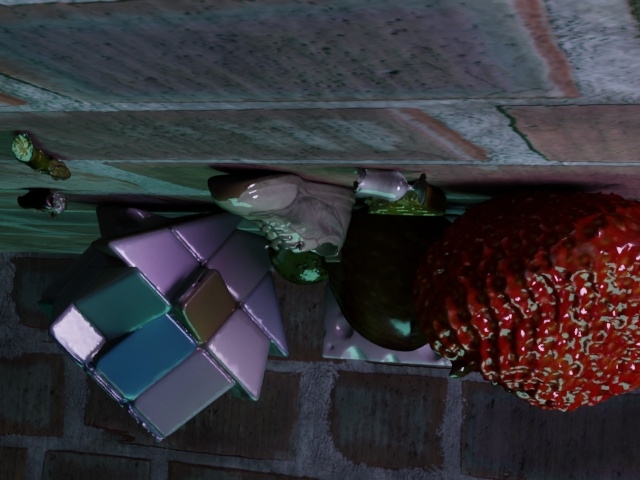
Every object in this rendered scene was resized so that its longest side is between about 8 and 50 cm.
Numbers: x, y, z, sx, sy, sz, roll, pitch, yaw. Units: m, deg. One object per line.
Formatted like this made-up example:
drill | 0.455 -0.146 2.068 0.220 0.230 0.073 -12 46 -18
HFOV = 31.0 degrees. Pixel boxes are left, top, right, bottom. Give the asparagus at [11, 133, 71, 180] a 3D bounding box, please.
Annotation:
asparagus | -0.310 -0.090 1.271 0.034 0.027 0.236 14 176 -1

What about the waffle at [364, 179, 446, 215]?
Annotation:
waffle | 0.090 -0.058 1.481 0.125 0.032 0.191 4 175 19

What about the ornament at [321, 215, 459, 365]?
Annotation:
ornament | 0.163 0.086 1.971 0.239 0.239 0.239 1 176 29

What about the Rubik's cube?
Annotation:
Rubik's cube | -0.248 0.114 1.929 0.387 0.368 0.358 50 157 -22

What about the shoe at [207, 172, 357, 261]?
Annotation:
shoe | -0.044 -0.032 1.446 0.103 0.098 0.274 -4 172 35

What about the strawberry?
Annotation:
strawberry | 0.305 0.059 1.415 0.312 0.267 0.351 33 143 -17

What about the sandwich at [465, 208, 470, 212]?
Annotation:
sandwich | 0.259 0.001 1.690 0.090 0.088 0.244 -1 -172 0

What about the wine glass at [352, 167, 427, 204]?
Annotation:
wine glass | 0.079 -0.061 1.313 0.083 0.042 0.039 6 147 -11

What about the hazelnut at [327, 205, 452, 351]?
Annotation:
hazelnut | 0.108 0.058 1.697 0.218 0.234 0.218 7 -146 -5

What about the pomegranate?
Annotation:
pomegranate | -0.010 -0.007 1.823 0.125 0.163 0.138 41 155 -3

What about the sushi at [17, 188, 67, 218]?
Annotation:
sushi | -0.427 -0.056 1.755 0.083 0.044 0.046 -3 175 39
